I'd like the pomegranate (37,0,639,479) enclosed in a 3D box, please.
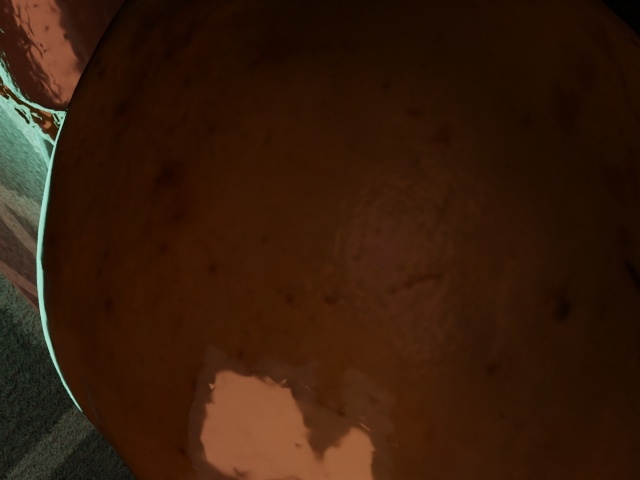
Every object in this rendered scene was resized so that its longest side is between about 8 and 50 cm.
[{"bbox_3d":[0.023,0.001,0.537,0.307,0.307,0.307,38,163,14],"label":"pomegranate"}]

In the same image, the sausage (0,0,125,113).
[{"bbox_3d":[-0.129,-0.191,0.575,0.123,0.123,0.253,28,146,41],"label":"sausage"}]

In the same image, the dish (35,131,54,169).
[{"bbox_3d":[-0.176,-0.054,1.183,0.154,0.064,0.234,39,164,11],"label":"dish"}]

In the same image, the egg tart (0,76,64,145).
[{"bbox_3d":[-0.143,-0.135,0.809,0.294,0.123,0.294,36,162,14],"label":"egg tart"}]
